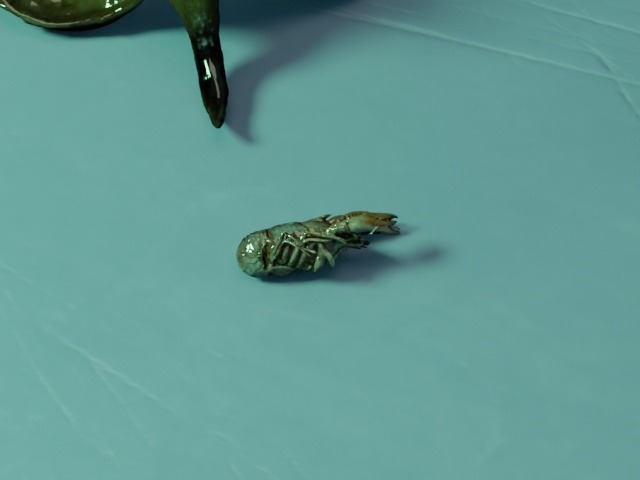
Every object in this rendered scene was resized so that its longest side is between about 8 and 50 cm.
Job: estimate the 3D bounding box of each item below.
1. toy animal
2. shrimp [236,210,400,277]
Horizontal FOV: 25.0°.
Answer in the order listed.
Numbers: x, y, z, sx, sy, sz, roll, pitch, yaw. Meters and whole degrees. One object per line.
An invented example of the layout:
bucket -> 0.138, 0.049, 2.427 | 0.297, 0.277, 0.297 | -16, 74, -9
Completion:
toy animal -> -0.088, -0.163, 0.828 | 0.272, 0.160, 0.197 | -10, 52, -3
shrimp -> 0.003, -0.001, 0.751 | 0.092, 0.038, 0.029 | -18, 95, -19
